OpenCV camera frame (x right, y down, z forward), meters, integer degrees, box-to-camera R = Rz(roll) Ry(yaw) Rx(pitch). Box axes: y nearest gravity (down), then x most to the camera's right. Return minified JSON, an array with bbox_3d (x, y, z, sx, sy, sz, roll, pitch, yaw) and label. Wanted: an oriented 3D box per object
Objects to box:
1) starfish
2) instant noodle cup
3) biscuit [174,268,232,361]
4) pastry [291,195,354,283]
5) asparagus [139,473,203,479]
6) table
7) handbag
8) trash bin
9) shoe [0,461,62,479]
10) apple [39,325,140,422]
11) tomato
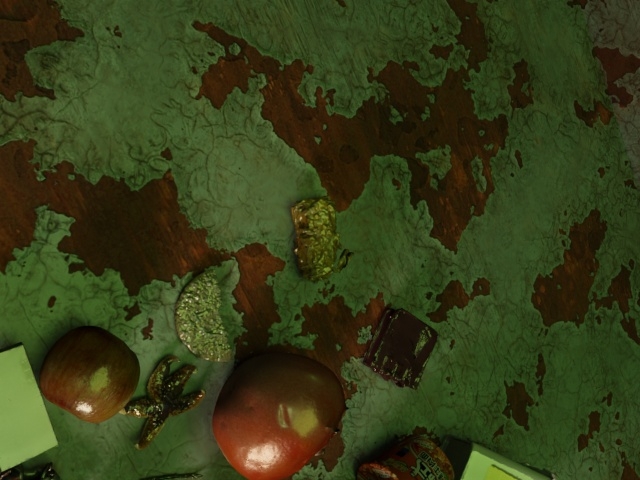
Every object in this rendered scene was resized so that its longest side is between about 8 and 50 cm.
[{"bbox_3d":[-0.402,0.402,1.571,0.216,0.071,0.238,24,67,-23],"label":"starfish"},{"bbox_3d":[0.261,0.711,1.877,0.192,0.250,0.250,-30,105,-37],"label":"instant noodle cup"},{"bbox_3d":[-0.311,0.209,1.642,0.133,0.032,0.249,-13,97,-29],"label":"biscuit"},{"bbox_3d":[0.000,0.000,1.790,0.154,0.102,0.249,-9,93,-28],"label":"pastry"},{"bbox_3d":[-0.379,0.603,1.610,0.163,0.016,0.016,6,60,-31],"label":"asparagus"},{"bbox_3d":[-0.674,0.351,1.374,0.122,0.111,0.240,-20,100,-30],"label":"table"},{"bbox_3d":[0.248,0.335,1.957,0.203,0.074,0.216,32,76,-27],"label":"handbag"},{"bbox_3d":[0.548,0.794,2.053,0.368,0.296,0.255,31,75,-13],"label":"trash bin"},{"bbox_3d":[-0.615,0.554,1.415,0.228,0.099,0.125,24,80,-25],"label":"shoe"},{"bbox_3d":[-0.512,0.298,1.415,0.211,0.211,0.188,44,67,-24],"label":"apple"},{"bbox_3d":[-0.112,0.429,1.597,0.273,0.341,0.341,44,68,-8],"label":"tomato"}]
